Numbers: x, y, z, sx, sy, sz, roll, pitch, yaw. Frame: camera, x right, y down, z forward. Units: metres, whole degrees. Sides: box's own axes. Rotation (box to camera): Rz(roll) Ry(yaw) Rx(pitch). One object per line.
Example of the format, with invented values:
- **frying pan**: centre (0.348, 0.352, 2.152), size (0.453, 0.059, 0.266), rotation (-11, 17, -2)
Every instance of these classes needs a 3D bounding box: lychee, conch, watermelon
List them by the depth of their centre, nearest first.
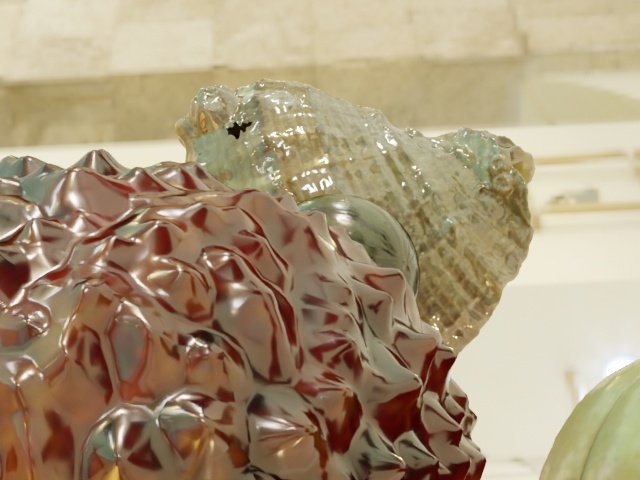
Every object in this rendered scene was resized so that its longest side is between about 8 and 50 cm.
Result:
- **lychee**: centre (-0.107, 0.167, 0.895), size (0.500, 0.425, 0.424), rotation (68, 18, -64)
- **watermelon**: centre (0.004, 0.022, 1.075), size (0.105, 0.133, 0.105), rotation (7, 80, -44)
- **conch**: centre (-0.013, -0.003, 1.287), size (0.210, 0.352, 0.297), rotation (13, 68, -43)

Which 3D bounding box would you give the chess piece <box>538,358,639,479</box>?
- **chess piece**: centre (0.295, 0.138, 0.796), size (0.442, 0.234, 0.234), rotation (146, -57, -69)
